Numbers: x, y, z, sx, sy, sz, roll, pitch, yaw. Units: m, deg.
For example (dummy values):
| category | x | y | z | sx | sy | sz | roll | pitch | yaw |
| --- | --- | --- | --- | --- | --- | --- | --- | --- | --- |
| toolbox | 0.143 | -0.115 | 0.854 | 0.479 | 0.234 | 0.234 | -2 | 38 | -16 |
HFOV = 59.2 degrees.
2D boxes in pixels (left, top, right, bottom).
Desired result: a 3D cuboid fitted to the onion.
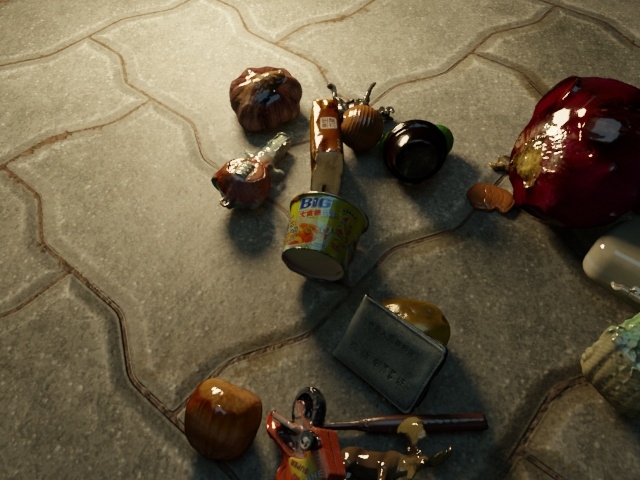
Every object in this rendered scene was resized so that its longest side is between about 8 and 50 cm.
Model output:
| category | x | y | z | sx | sy | sz | roll | pitch | yaw |
| --- | --- | --- | --- | --- | --- | --- | --- | --- | --- |
| onion | 0.719 | -0.193 | 1.415 | 0.421 | 0.398 | 0.398 | 20 | 50 | -11 |

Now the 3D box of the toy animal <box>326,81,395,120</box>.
| category | x | y | z | sx | sy | sz | roll | pitch | yaw |
| --- | --- | --- | --- | --- | --- | --- | --- | --- | --- |
| toy animal | 0.111 | -0.417 | 1.757 | 0.233 | 0.084 | 0.148 | -3 | 52 | -6 |

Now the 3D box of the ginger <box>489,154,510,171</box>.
| category | x | y | z | sx | sy | sz | roll | pitch | yaw |
| --- | --- | --- | --- | --- | --- | --- | --- | --- | --- |
| ginger | 0.537 | -0.219 | 1.621 | 0.097 | 0.030 | 0.048 | 12 | 80 | 14 |

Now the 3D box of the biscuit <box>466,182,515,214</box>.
| category | x | y | z | sx | sy | sz | roll | pitch | yaw |
| --- | --- | --- | --- | --- | --- | --- | --- | --- | --- |
| biscuit | 0.466 | -0.117 | 1.545 | 0.131 | 0.019 | 0.102 | 18 | 52 | 16 |

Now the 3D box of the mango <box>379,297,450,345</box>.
| category | x | y | z | sx | sy | sz | roll | pitch | yaw |
| --- | --- | --- | --- | --- | --- | --- | --- | --- | --- |
| mango | 0.189 | 0.187 | 1.248 | 0.195 | 0.098 | 0.137 | 11 | 41 | 14 |

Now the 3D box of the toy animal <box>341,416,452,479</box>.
| category | x | y | z | sx | sy | sz | roll | pitch | yaw |
| --- | --- | --- | --- | --- | --- | --- | --- | --- | --- |
| toy animal | 0.132 | 0.418 | 1.060 | 0.215 | 0.093 | 0.186 | 1 | 25 | 22 |

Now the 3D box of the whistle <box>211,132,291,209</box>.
| category | x | y | z | sx | sy | sz | roll | pitch | yaw |
| --- | --- | --- | --- | --- | --- | --- | --- | --- | --- |
| whistle | -0.179 | -0.193 | 1.558 | 0.142 | 0.133 | 0.346 | 13 | 44 | 22 |

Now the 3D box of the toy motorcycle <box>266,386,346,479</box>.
| category | x | y | z | sx | sy | sz | roll | pitch | yaw |
| --- | --- | --- | --- | --- | --- | --- | --- | --- | --- |
| toy motorcycle | -0.025 | 0.422 | 1.035 | 0.089 | 0.171 | 0.298 | 18 | 38 | -33 |

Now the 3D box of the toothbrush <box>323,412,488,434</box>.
| category | x | y | z | sx | sy | sz | roll | pitch | yaw |
| --- | --- | --- | --- | --- | --- | --- | --- | --- | --- |
| toothbrush | 0.153 | 0.372 | 1.137 | 0.365 | 0.040 | 0.040 | -2 | 51 | 1 |

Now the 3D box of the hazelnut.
| category | x | y | z | sx | sy | sz | roll | pitch | yaw |
| --- | --- | --- | --- | --- | --- | --- | --- | --- | --- |
| hazelnut | -0.193 | 0.355 | 1.113 | 0.151 | 0.150 | 0.150 | -1 | 51 | 1 |

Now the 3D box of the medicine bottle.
| category | x | y | z | sx | sy | sz | roll | pitch | yaw |
| --- | --- | --- | --- | --- | --- | --- | --- | --- | --- |
| medicine bottle | 0.800 | 0.100 | 1.262 | 0.375 | 0.122 | 0.282 | 37 | 37 | 28 |

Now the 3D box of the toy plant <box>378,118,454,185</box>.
| category | x | y | z | sx | sy | sz | roll | pitch | yaw |
| --- | --- | --- | --- | --- | --- | --- | --- | --- | --- |
| toy plant | 0.271 | -0.258 | 1.581 | 0.218 | 0.175 | 0.235 | -3 | 25 | 6 |

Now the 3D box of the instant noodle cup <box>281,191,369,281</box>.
| category | x | y | z | sx | sy | sz | roll | pitch | yaw |
| --- | --- | --- | --- | --- | --- | --- | --- | --- | --- |
| instant noodle cup | 0.000 | 0.000 | 1.361 | 0.205 | 0.205 | 0.152 | 12 | 62 | 11 |

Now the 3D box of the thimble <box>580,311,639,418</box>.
| category | x | y | z | sx | sy | sz | roll | pitch | yaw |
| --- | --- | --- | --- | --- | --- | --- | --- | --- | --- |
| thimble | 0.638 | 0.239 | 1.124 | 0.219 | 0.219 | 0.150 | -27 | 58 | -19 |

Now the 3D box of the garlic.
| category | x | y | z | sx | sy | sz | roll | pitch | yaw |
| --- | --- | --- | --- | --- | --- | --- | --- | --- | --- |
| garlic | -0.174 | -0.453 | 1.742 | 0.245 | 0.160 | 0.244 | -1 | 60 | 2 |

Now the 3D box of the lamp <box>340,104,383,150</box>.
| category | x | y | z | sx | sy | sz | roll | pitch | yaw |
| --- | --- | --- | --- | --- | --- | --- | --- | --- | --- |
| lamp | 0.118 | -0.330 | 1.653 | 0.137 | 0.136 | 0.136 | -1 | 51 | 1 |

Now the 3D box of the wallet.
| category | x | y | z | sx | sy | sz | roll | pitch | yaw |
| --- | --- | --- | --- | --- | --- | --- | --- | --- | --- |
| wallet | 0.144 | 0.237 | 1.184 | 0.222 | 0.036 | 0.167 | 35 | 104 | 26 |

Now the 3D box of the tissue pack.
| category | x | y | z | sx | sy | sz | roll | pitch | yaw |
| --- | --- | --- | --- | --- | --- | --- | --- | --- | --- |
| tissue pack | 0.015 | -0.255 | 1.562 | 0.092 | 0.183 | 0.226 | 0 | 52 | -1 |
